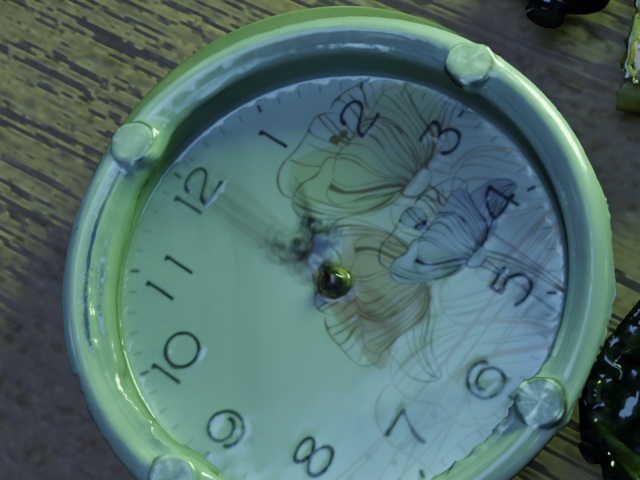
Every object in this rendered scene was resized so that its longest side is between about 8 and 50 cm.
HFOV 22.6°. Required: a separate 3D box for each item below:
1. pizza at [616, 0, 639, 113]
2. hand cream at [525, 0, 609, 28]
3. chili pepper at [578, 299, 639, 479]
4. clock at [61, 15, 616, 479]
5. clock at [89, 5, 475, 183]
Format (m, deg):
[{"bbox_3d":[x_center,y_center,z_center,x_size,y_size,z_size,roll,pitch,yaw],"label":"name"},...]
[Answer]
[{"bbox_3d":[0.194,-0.126,0.727,0.178,0.041,0.131,-41,75,0],"label":"pizza"},{"bbox_3d":[0.135,-0.185,0.761,0.087,0.054,0.186,-2,62,59],"label":"hand cream"},{"bbox_3d":[0.193,0.041,0.635,0.148,0.116,0.265,18,67,-11],"label":"chili pepper"},{"bbox_3d":[0.007,0.019,0.686,0.236,0.053,0.236,-5,69,13],"label":"clock"},{"bbox_3d":[0.000,0.000,0.742,0.235,0.029,0.235,-5,67,11],"label":"clock"}]
